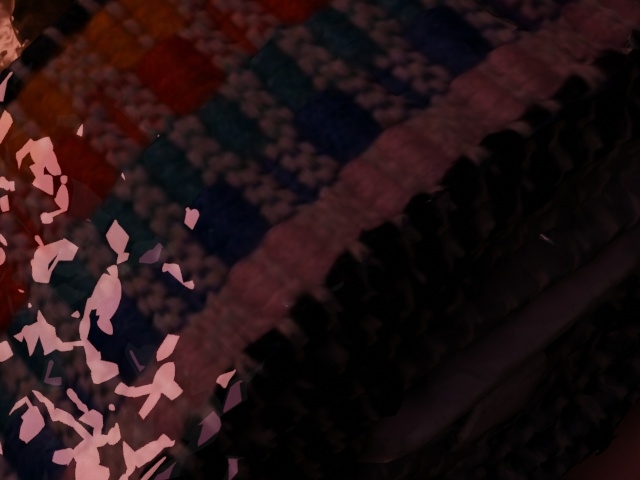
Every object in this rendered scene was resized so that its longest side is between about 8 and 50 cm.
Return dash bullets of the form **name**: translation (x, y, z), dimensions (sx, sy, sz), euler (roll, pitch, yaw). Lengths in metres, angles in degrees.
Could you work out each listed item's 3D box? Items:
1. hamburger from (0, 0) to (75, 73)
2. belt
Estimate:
- **hamburger**: translation (-0.147, -0.014, 0.665), dimensions (0.285, 0.134, 0.265), euler (33, 114, 39)
- **belt**: translation (0.000, 0.000, 0.469), dimensions (0.295, 0.207, 0.160), euler (-40, 59, -12)
